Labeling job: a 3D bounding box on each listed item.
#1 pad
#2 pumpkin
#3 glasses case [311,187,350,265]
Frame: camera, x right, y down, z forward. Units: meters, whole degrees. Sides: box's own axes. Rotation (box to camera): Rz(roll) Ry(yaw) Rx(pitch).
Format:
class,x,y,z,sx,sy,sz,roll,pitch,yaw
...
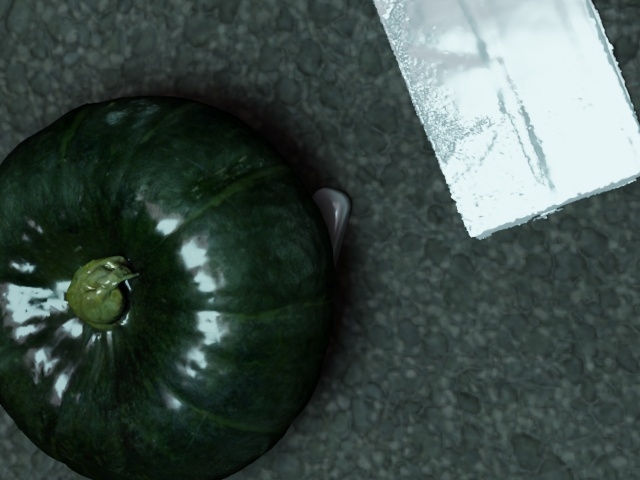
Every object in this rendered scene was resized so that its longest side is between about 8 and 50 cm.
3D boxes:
class,x,y,z,sx,sy,sz,roll,pitch,yaw
pad,0.139,-0.130,1.303,0.156,0.004,0.232,-22,90,19
pumpkin,-0.132,0.043,1.304,0.300,0.207,0.300,3,99,19
glasses case,0.000,0.000,1.356,0.032,0.021,0.083,18,102,15
